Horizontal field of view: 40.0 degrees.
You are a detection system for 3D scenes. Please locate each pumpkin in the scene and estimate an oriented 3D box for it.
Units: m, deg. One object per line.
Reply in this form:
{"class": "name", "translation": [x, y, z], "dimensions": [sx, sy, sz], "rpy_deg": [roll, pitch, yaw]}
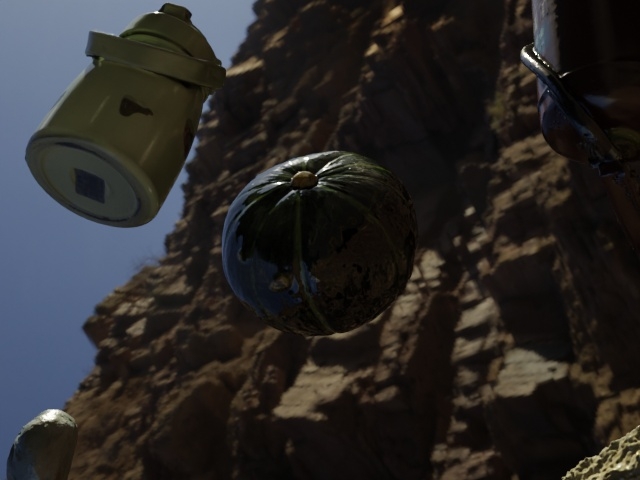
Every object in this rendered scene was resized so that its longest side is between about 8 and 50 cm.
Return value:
{"class": "pumpkin", "translation": [0.000, 0.000, 1.376], "dimensions": [0.323, 0.323, 0.241], "rpy_deg": [-65, -42, -53]}

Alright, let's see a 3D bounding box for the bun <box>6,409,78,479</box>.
{"class": "bun", "translation": [-0.225, 0.175, 0.713], "dimensions": [0.045, 0.083, 0.083], "rpy_deg": [15, -137, -3]}

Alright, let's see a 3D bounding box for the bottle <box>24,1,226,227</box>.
{"class": "bottle", "translation": [-0.270, -0.215, 1.336], "dimensions": [0.229, 0.229, 0.351], "rpy_deg": [44, -127, -28]}

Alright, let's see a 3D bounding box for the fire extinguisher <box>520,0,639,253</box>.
{"class": "fire extinguisher", "translation": [0.211, -0.158, 0.663], "dimensions": [0.141, 0.105, 0.341], "rpy_deg": [31, -129, -39]}

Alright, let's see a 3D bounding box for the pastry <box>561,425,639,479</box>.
{"class": "pastry", "translation": [0.402, 0.277, 1.062], "dimensions": [0.121, 0.258, 0.089], "rpy_deg": [25, -147, -22]}
